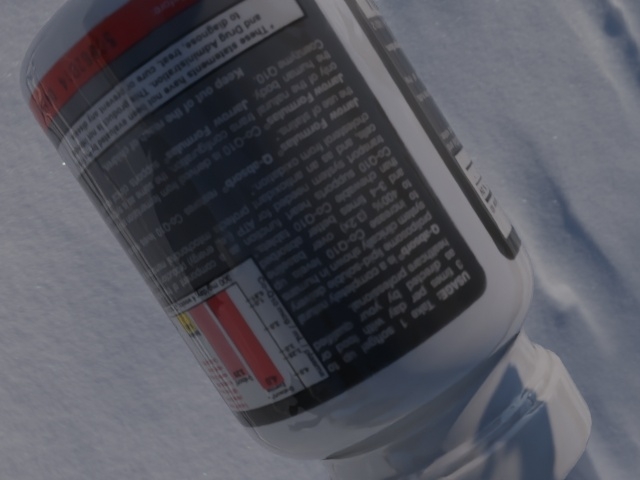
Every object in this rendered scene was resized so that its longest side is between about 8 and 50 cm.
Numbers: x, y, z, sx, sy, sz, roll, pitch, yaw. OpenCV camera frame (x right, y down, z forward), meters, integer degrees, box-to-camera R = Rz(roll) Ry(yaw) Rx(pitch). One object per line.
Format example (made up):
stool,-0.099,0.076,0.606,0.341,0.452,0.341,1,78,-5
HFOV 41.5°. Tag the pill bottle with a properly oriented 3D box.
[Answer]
pill bottle,0.000,0.000,0.524,0.210,0.210,0.363,-35,95,-27
